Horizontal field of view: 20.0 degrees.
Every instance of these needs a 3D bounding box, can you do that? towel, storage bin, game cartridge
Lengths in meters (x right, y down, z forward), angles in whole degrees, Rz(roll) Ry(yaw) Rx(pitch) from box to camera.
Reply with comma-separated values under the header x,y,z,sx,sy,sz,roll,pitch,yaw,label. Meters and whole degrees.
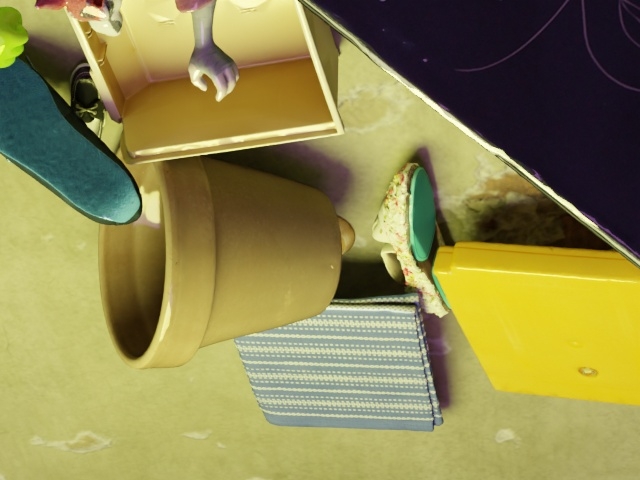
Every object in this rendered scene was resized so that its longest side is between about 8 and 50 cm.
x,y,z,sx,sy,sz,roll,pitch,yaw,label
0.023,0.152,2.280,0.243,0.040,0.336,0,149,9,towel
-0.130,-0.223,1.858,0.260,0.123,0.262,-8,137,12,storage bin
0.305,0.101,2.151,0.285,0.053,0.324,4,150,23,game cartridge

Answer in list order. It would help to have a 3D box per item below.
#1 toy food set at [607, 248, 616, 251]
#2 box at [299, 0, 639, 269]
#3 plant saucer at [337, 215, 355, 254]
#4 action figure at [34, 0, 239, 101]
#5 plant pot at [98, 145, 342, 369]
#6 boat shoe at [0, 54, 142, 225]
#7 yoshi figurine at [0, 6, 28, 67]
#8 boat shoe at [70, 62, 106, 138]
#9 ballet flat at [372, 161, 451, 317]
x,y,z,sx,sy,sz,roll,pitch,yaw,label
0.385,0.069,2.183,0.217,0.071,0.128,-8,136,13,toy food set
0.227,-0.289,1.375,0.480,0.297,0.472,38,97,0,box
0.000,0.000,2.174,0.083,0.015,0.083,2,137,1,plant saucer
-0.145,-0.302,1.556,0.248,0.370,0.276,19,126,-2,action figure
-0.108,0.011,2.054,0.229,0.263,0.263,0,141,-25,plant pot
-0.296,-0.100,1.961,0.109,0.258,0.089,-40,167,-1,boat shoe
-0.360,-0.281,1.758,0.203,0.203,0.362,23,147,-20,yoshi figurine
-0.259,-0.142,2.017,0.046,0.038,0.125,9,138,-6,boat shoe
0.102,0.004,2.125,0.077,0.091,0.241,5,138,24,ballet flat
